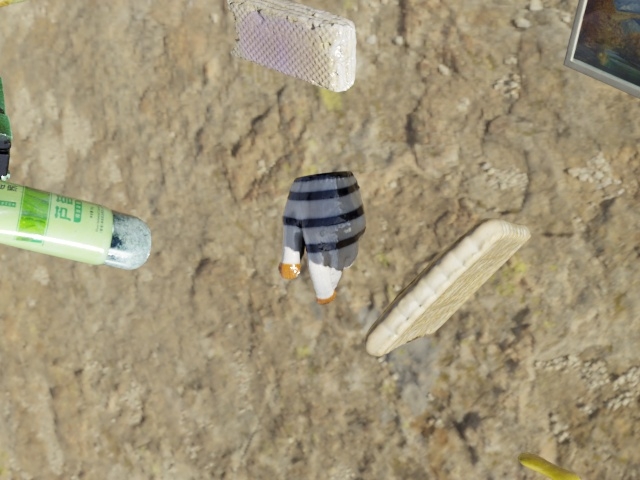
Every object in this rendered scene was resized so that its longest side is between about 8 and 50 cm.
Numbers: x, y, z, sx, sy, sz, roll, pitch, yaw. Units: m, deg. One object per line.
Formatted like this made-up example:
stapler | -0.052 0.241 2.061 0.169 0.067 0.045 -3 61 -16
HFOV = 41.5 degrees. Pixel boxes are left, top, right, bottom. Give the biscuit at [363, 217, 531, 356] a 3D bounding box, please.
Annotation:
biscuit | 0.169 0.051 1.079 0.044 0.325 0.217 45 105 14

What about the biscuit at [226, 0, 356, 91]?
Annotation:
biscuit | -0.046 -0.312 1.297 0.238 0.062 0.108 26 135 31

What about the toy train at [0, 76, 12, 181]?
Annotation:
toy train | -0.394 -0.129 0.979 0.111 0.071 0.170 -65 35 37

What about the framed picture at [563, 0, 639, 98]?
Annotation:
framed picture | 0.456 -0.289 1.179 0.250 0.016 0.184 41 137 41

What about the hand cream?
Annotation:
hand cream | -0.238 -0.016 0.750 0.046 0.175 0.095 -60 27 26

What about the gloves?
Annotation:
gloves | 0.012 -0.001 1.432 0.131 0.140 0.219 -7 90 51

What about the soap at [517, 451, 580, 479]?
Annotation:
soap | 0.310 0.311 1.149 0.089 0.034 0.012 21 116 35

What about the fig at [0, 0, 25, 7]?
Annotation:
fig | -0.422 -0.438 1.170 0.207 0.207 0.230 -58 43 33
